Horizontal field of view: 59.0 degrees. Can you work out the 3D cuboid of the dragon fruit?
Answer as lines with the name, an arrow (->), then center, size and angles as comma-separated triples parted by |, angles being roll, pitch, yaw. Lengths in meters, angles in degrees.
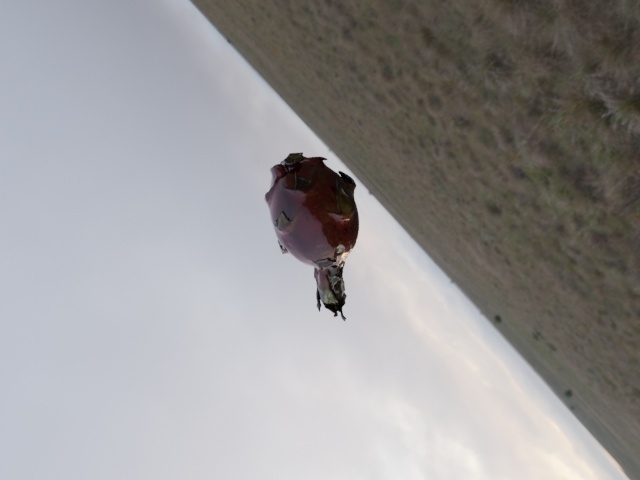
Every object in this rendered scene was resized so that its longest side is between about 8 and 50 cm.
dragon fruit -> 0.000, 0.000, 0.784 | 0.125, 0.125, 0.246 | -135, 33, -66
